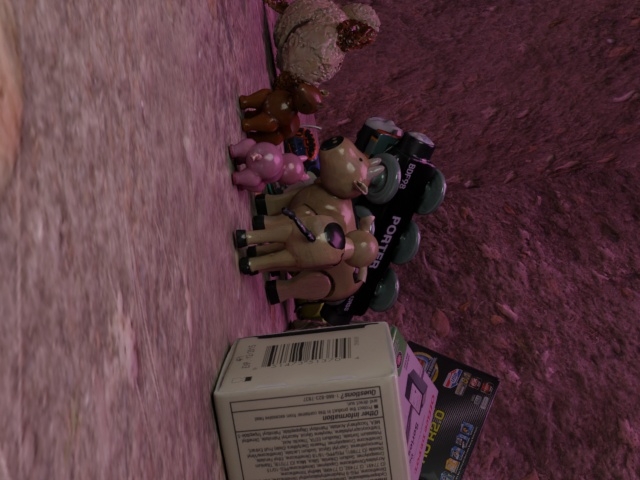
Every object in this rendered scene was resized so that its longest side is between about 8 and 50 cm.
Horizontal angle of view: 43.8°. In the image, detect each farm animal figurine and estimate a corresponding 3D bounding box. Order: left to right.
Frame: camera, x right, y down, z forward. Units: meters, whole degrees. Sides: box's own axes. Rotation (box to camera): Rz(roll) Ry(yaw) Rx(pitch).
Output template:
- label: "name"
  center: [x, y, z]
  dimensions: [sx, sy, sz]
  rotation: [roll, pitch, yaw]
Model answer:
- label: "farm animal figurine"
  center: [0.001, -0.034, 1.004]
  dimensions: [0.326, 0.172, 0.330]
  rotation: [80, 4, -47]

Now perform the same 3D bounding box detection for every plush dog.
- label: "plush dog"
  center: [-0.015, -0.390, 1.579]
  dimensions: [0.211, 0.262, 0.225]
  rotation: [40, 17, -32]

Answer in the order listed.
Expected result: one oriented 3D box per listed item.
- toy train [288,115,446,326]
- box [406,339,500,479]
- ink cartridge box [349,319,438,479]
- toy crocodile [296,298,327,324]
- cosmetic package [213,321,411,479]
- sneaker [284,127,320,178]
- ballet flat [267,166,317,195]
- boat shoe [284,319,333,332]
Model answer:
- label: "toy train"
  center: [0.063, -0.032, 1.254]
  dimensions: [0.190, 0.142, 0.333]
  rotation: [43, -64, 48]
- label: "box"
  center: [0.229, 0.373, 1.674]
  dimensions: [0.270, 0.216, 0.060]
  rotation: [-60, 165, -25]
- label: "ink cartridge box"
  center: [0.110, 0.309, 1.491]
  dimensions: [0.289, 0.122, 0.211]
  rotation: [55, 46, -49]
- label: "toy crocodile"
  center: [-0.006, 0.051, 1.500]
  dimensions: [0.115, 0.105, 0.340]
  rotation: [-4, 89, -48]
- label: "cosmetic package"
  center: [0.009, 0.236, 0.704]
  dimensions: [0.129, 0.153, 0.296]
  rotation: [-82, 165, -76]
- label: "sneaker"
  center: [-0.023, -0.126, 1.666]
  dimensions: [0.087, 0.083, 0.221]
  rotation: [67, 17, -66]
- label: "ballet flat"
  center: [-0.037, -0.080, 1.321]
  dimensions: [0.221, 0.079, 0.076]
  rotation: [69, 10, -80]
- label: "boat shoe"
  center: [-0.003, 0.174, 1.217]
  dimensions: [0.285, 0.089, 0.104]
  rotation: [-81, 164, -79]
